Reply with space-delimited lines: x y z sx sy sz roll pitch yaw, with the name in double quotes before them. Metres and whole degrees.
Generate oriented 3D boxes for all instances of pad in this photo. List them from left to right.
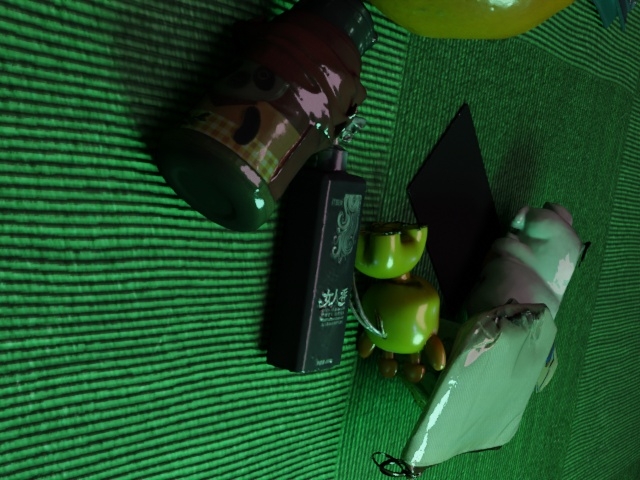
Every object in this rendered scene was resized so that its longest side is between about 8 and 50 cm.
"pad" 0.222 -0.041 1.407 0.202 0.005 0.300 -54 139 -28

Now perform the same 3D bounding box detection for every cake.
"cake" 0.194 0.211 1.365 0.099 0.100 0.235 -59 140 -22

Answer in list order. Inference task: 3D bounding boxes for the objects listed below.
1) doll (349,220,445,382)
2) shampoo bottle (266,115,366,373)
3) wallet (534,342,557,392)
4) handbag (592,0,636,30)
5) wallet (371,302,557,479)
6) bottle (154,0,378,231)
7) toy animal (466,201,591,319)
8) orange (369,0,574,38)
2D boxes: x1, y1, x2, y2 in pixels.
"doll" 0.102 0.083 1.176 0.135 0.143 0.221 -18 109 -50
"shampoo bottle" 0.000 0.000 1.062 0.098 0.071 0.309 1 98 -51
"wallet" 0.437 0.220 1.755 0.110 0.039 0.155 -52 137 -33
"handbag" 0.586 -0.543 1.707 0.179 0.062 0.229 37 70 -55
"wallet" 0.232 0.214 1.274 0.335 0.068 0.275 5 113 -52
"bottle" -0.047 -0.148 0.897 0.156 0.143 0.271 39 67 -10
"toy animal" 0.330 0.079 1.445 0.325 0.154 0.208 -54 160 -47
"orange" 0.161 -0.362 0.924 0.312 0.312 0.312 -22 117 -49
